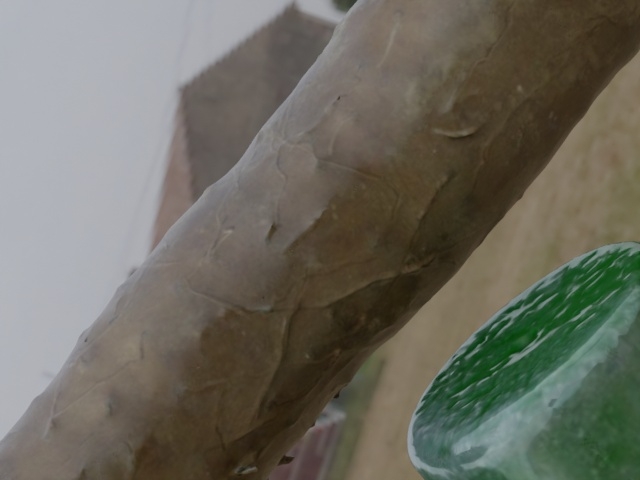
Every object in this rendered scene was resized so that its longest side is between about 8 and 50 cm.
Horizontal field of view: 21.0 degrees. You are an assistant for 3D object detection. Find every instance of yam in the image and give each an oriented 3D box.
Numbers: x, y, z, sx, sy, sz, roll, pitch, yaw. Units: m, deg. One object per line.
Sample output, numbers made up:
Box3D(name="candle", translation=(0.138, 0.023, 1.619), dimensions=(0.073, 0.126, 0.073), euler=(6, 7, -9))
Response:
Box3D(name="yam", translation=(0.000, 0.000, 0.483), dimensions=(0.357, 0.081, 0.081), euler=(-50, -5, -11))

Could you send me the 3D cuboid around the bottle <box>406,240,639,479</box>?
Box3D(name="bottle", translation=(0.159, 0.147, 0.469), dimensions=(0.093, 0.330, 0.093), euler=(-39, 10, 8))
